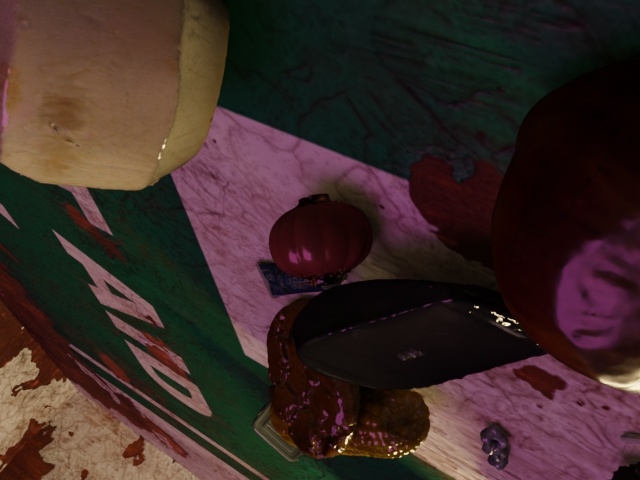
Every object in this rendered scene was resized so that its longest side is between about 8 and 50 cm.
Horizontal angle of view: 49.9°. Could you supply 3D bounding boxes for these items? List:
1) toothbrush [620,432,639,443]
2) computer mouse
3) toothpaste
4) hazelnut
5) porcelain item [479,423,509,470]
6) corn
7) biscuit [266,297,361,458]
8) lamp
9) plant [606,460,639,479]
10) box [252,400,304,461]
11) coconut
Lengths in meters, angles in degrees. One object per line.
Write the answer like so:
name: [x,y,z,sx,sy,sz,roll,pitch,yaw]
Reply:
toothbrush: [0.347,0.196,0.657,0.131,0.011,0.013,-10,104,56]
computer mouse: [0.093,0.083,0.711,0.168,0.087,0.295,28,146,-31]
toothpaste: [-0.026,0.048,0.876,0.197,0.035,0.057,-8,110,57]
hazelnut: [0.194,-0.008,0.421,0.170,0.160,0.201,15,107,19]
porcelain item: [0.226,0.266,0.891,0.036,0.028,0.083,5,137,23]
corn: [0.032,0.261,1.022,0.120,0.120,0.363,48,153,-15]
biscuit: [-0.019,0.190,0.944,0.226,0.042,0.225,19,113,54]
lamp: [0.000,0.000,0.699,0.107,0.107,0.092,-14,83,57]
plant: [0.367,0.301,0.723,0.174,0.087,0.085,43,128,-15]
box: [-0.076,0.371,1.357,0.122,0.084,0.069,43,160,-3]
coconut: [-0.201,-0.154,0.575,0.241,0.241,0.241,30,151,19]
